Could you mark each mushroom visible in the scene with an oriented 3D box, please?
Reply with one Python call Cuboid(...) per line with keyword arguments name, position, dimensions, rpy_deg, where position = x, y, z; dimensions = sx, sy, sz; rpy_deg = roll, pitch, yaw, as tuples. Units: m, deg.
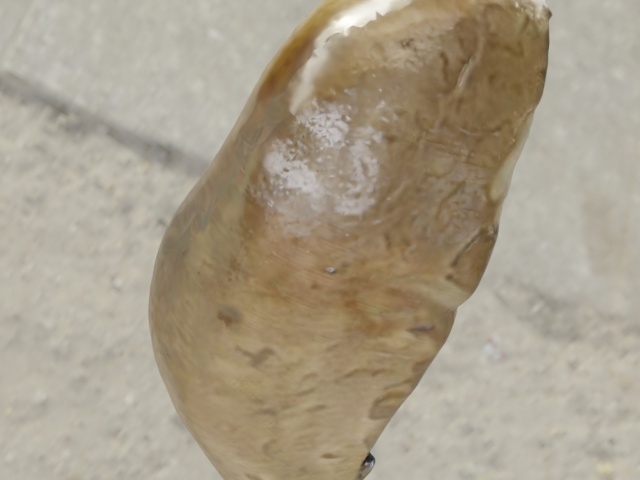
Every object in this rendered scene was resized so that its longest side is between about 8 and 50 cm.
Cuboid(name="mushroom", position=(0.000, 0.002, 0.638), dimensions=(0.094, 0.209, 0.072), rpy_deg=(19, 23, -27))
